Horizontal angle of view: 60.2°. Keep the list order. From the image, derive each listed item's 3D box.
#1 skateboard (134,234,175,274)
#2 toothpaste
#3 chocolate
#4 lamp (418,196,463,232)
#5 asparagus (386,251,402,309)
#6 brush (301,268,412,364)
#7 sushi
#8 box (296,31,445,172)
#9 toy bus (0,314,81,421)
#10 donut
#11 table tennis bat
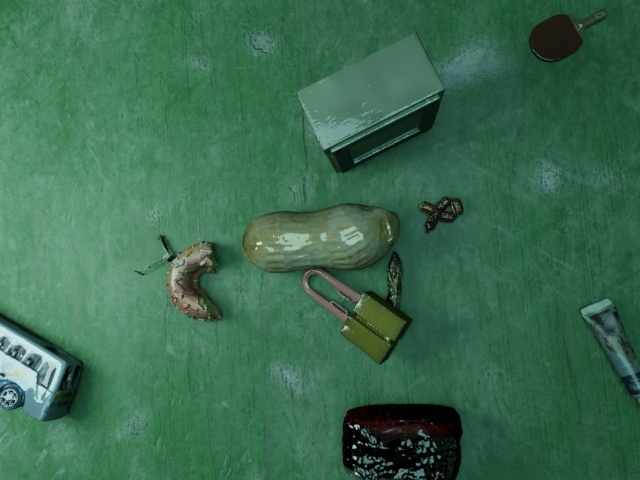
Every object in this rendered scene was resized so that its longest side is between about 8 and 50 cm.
[{"bbox_3d":[-0.354,0.034,1.156,0.083,0.032,0.064,-32,73,2],"label":"skateboard"},{"bbox_3d":[0.560,0.215,1.023,0.061,0.037,0.216,-24,79,6],"label":"toothpaste"},{"bbox_3d":[0.000,0.000,1.063,0.308,0.134,0.134,-8,85,8],"label":"chocolate"},{"bbox_3d":[0.240,-0.055,1.085,0.083,0.031,0.063,-15,85,2],"label":"lamp"},{"bbox_3d":[0.143,0.103,1.084,0.030,0.036,0.165,4,86,-12],"label":"asparagus"},{"bbox_3d":[0.057,0.129,1.080,0.233,0.047,0.103,35,109,22],"label":"brush"},{"bbox_3d":[0.151,0.376,1.015,0.224,0.136,0.127,-1,89,0],"label":"sushi"},{"bbox_3d":[0.098,-0.236,1.016,0.224,0.225,0.118,-26,83,6],"label":"box"},{"bbox_3d":[-0.657,0.244,1.145,0.329,0.109,0.136,27,79,7],"label":"toy bus"},{"bbox_3d":[-0.264,0.084,1.122,0.116,0.065,0.166,-6,84,6],"label":"donut"},{"bbox_3d":[0.489,-0.412,1.087,0.156,0.013,0.087,-28,81,6],"label":"table tennis bat"}]
